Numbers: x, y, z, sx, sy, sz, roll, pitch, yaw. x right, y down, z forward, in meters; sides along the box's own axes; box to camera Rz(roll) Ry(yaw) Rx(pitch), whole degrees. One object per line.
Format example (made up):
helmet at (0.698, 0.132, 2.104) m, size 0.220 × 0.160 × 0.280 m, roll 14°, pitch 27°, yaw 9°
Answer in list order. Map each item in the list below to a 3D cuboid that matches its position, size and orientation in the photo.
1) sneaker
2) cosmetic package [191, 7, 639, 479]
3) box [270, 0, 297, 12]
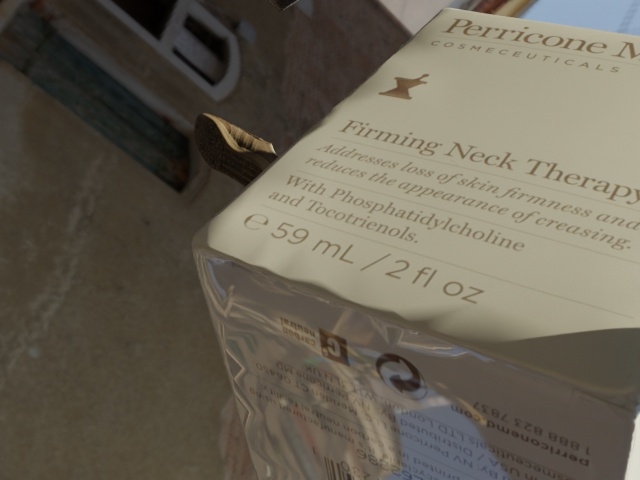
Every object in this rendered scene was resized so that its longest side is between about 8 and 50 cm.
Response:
sneaker at (-0.109, -0.123, 1.227) m, size 0.188 × 0.071 × 0.066 m, roll 42°, pitch -54°, yaw 34°
cosmetic package at (0.160, 0.051, 0.732) m, size 0.329 × 0.328 × 0.394 m, roll 18°, pitch -134°, yaw 30°
box at (-0.042, -0.393, 0.941) m, size 0.183 × 0.231 × 0.056 m, roll -21°, pitch -156°, yaw 43°
